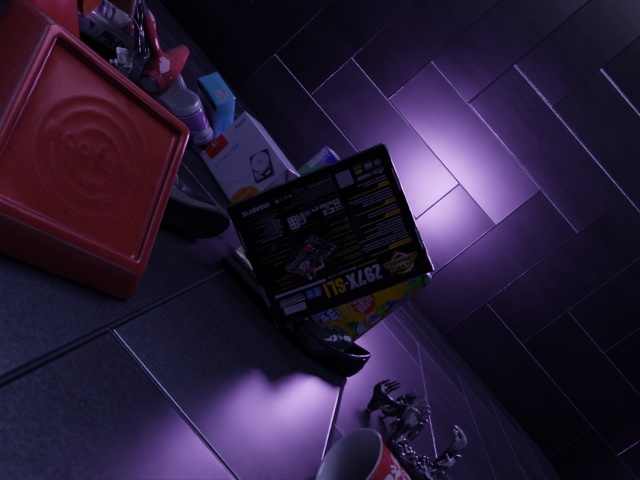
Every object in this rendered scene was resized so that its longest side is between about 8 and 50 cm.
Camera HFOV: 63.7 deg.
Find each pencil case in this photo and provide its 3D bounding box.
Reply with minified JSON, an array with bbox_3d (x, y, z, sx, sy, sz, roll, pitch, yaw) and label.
[{"bbox_3d":[-0.558,-0.569,1.210,0.183,0.160,0.410,64,13,13],"label":"pencil case"}]

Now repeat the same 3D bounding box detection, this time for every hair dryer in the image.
[{"bbox_3d":[-0.417,-0.490,1.318,0.080,0.223,0.293,20,12,10],"label":"hair dryer"}]

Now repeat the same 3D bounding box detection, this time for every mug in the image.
[{"bbox_3d":[0.088,0.356,0.730,0.169,0.113,0.150,51,11,-14],"label":"mug"}]

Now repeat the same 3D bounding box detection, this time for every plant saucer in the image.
[{"bbox_3d":[-0.259,-0.092,0.578,0.258,0.048,0.258,38,56,-50],"label":"plant saucer"}]

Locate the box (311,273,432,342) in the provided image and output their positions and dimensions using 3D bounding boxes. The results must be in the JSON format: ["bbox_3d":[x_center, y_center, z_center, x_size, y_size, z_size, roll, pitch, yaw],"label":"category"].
[{"bbox_3d":[0.069,0.058,1.270,0.290,0.279,0.177,49,10,-2],"label":"box"}]

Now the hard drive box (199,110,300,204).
[{"bbox_3d":[-0.190,-0.197,1.383,0.232,0.181,0.089,53,11,26],"label":"hard drive box"}]

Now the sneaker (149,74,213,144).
[{"bbox_3d":[-0.387,-0.358,1.441,0.282,0.102,0.161,51,-11,41],"label":"sneaker"}]

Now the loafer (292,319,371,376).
[{"bbox_3d":[0.026,0.213,1.077,0.223,0.078,0.076,42,12,-39],"label":"loafer"}]

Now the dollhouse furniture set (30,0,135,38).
[{"bbox_3d":[-0.347,-0.242,0.674,0.135,0.262,0.259,38,-26,-8],"label":"dollhouse furniture set"}]

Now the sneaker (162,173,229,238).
[{"bbox_3d":[-0.254,-0.082,0.924,0.228,0.087,0.130,25,32,-55],"label":"sneaker"}]

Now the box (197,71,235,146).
[{"bbox_3d":[-0.298,-0.352,1.462,0.100,0.060,0.244,56,-23,13],"label":"box"}]

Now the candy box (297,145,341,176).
[{"bbox_3d":[0.031,-0.129,1.849,0.317,0.268,0.122,51,14,11],"label":"candy box"}]

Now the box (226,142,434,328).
[{"bbox_3d":[0.018,-0.009,0.983,0.079,0.322,0.256,-72,140,-79],"label":"box"}]

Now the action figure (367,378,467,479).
[{"bbox_3d":[0.192,0.384,1.003,0.164,0.141,0.275,46,7,-28],"label":"action figure"}]

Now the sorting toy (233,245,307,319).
[{"bbox_3d":[-0.097,0.047,1.125,0.274,0.046,0.132,49,32,-3],"label":"sorting toy"}]
